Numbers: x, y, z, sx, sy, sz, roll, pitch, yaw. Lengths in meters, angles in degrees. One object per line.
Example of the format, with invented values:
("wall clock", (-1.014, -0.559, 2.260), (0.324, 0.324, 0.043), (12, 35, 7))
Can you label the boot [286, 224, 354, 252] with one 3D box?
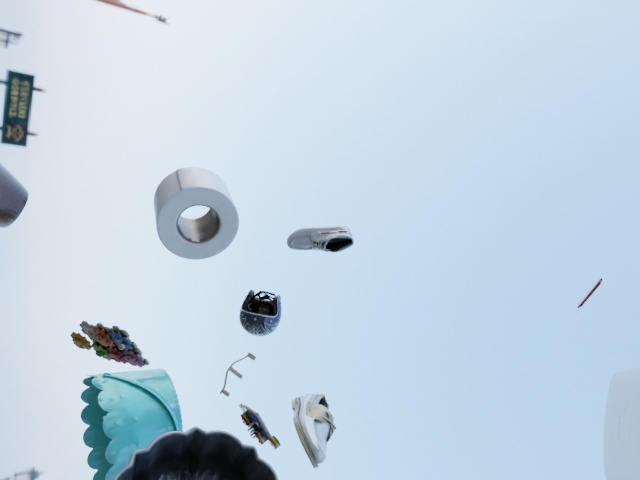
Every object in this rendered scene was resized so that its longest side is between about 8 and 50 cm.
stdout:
("boot", (0.000, 0.000, 2.020), (0.123, 0.258, 0.095), (-114, -167, -68))

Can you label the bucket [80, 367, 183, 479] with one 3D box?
("bucket", (-0.466, 0.452, 1.283), (0.281, 0.183, 0.282), (11, -77, 54))

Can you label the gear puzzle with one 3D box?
("gear puzzle", (-0.722, 0.343, 1.715), (0.338, 0.044, 0.176), (1, -52, 32))

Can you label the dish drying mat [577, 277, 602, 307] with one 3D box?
("dish drying mat", (0.638, 0.125, 1.236), (0.008, 0.032, 0.083), (35, -56, 19))

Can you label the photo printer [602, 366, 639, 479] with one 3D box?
("photo printer", (0.636, 0.370, 1.002), (0.107, 0.307, 0.256), (9, -105, 13))

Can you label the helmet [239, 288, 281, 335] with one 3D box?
("helmet", (-0.220, 0.272, 1.911), (0.169, 0.169, 0.162), (-32, -143, 49))

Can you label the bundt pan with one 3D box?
("bundt pan", (-0.233, 0.523, 0.957), (0.331, 0.330, 0.124), (60, -42, 39))

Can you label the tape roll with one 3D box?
("tape roll", (-0.386, -0.085, 1.616), (0.246, 0.245, 0.169), (-70, -153, 22))

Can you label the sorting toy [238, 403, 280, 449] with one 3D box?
("sorting toy", (-0.250, 0.688, 1.945), (0.274, 0.046, 0.132), (1, -60, 59))

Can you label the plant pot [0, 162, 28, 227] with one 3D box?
("plant pot", (-0.805, -0.126, 1.185), (0.215, 0.230, 0.216), (-20, -128, 28))

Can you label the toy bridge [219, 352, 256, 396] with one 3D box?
("toy bridge", (-0.327, 0.507, 2.000), (0.188, 0.063, 0.026), (-53, -172, -24))

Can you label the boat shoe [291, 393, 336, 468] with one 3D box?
("boat shoe", (-0.014, 0.512, 1.464), (0.302, 0.103, 0.113), (-126, -166, -75))
